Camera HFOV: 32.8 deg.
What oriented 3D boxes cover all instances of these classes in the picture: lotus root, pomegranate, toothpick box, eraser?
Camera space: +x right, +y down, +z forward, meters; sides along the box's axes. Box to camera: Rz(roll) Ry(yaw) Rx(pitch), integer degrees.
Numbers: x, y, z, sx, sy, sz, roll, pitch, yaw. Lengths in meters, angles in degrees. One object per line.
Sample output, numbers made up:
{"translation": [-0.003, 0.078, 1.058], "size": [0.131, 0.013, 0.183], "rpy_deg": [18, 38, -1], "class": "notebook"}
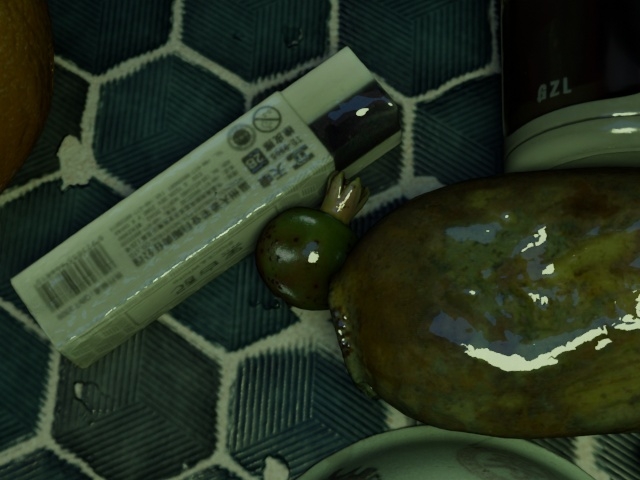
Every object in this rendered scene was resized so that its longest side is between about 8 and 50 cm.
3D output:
{"translation": [0.184, 0.060, 0.958], "size": [0.346, 0.250, 0.250], "rpy_deg": [-7, 72, 7], "class": "lotus root"}
{"translation": [0.000, 0.000, 1.056], "size": [0.114, 0.114, 0.142], "rpy_deg": [27, 86, 12], "class": "pomegranate"}
{"translation": [0.286, -0.194, 1.063], "size": [0.229, 0.229, 0.316], "rpy_deg": [0, 71, 4], "class": "toothpick box"}
{"translation": [-0.106, -0.034, 1.088], "size": [0.404, 0.096, 0.098], "rpy_deg": [-35, 72, -8], "class": "eraser"}

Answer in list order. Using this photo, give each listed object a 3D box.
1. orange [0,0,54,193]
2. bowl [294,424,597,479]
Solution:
{"translation": [-0.419, -0.178, 1.047], "size": [0.322, 0.322, 0.357], "rpy_deg": [3, 64, 5], "class": "orange"}
{"translation": [0.112, 0.353, 0.896], "size": [0.435, 0.196, 0.435], "rpy_deg": [-1, 72, 4], "class": "bowl"}
